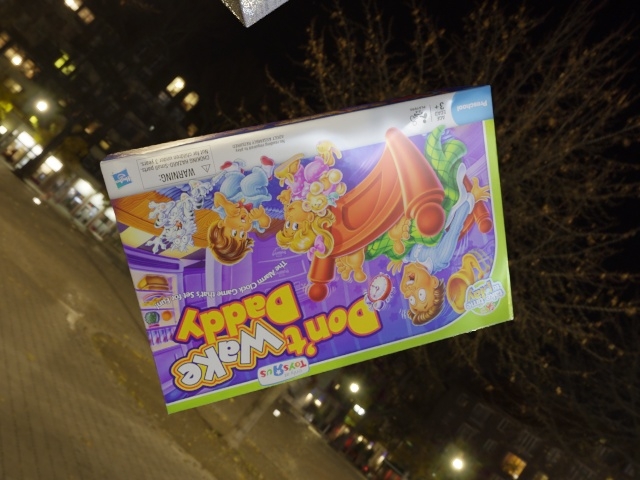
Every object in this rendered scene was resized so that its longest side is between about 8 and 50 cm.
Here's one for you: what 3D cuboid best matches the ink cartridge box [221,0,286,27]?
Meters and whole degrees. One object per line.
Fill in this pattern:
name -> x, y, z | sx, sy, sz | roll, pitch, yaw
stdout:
ink cartridge box -> -0.038, -0.350, 0.674 | 0.082, 0.191, 0.139 | 51, -10, 16

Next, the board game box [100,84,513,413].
board game box -> 0.000, 0.000, 0.589 | 0.078, 0.347, 0.233 | -136, -146, -72
